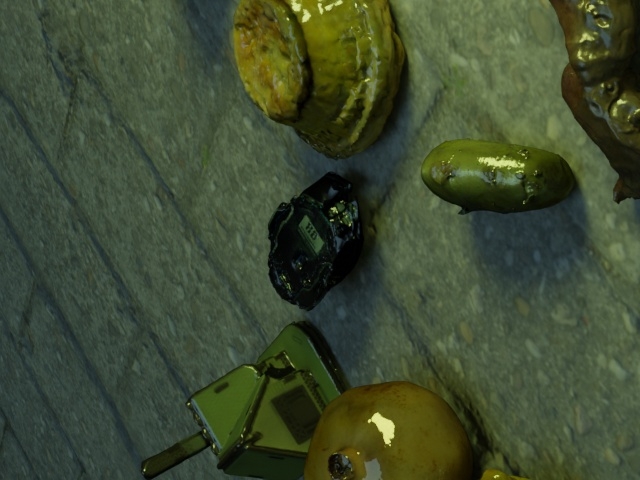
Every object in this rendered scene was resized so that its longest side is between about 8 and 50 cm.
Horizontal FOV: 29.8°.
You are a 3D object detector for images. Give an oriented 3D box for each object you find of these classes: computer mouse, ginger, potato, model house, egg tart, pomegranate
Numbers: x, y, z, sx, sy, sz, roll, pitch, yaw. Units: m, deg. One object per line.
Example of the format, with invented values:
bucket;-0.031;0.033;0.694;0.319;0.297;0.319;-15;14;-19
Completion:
computer mouse;0.000;0.000;1.627;0.146;0.077;0.241;58;142;18
ginger;0.269;-0.177;1.158;0.122;0.084;0.290;166;81;-79
potato;0.186;-0.068;1.305;0.188;0.105;0.085;7;94;41
model house;-0.118;0.277;1.763;0.205;0.279;0.218;59;147;15
egg tart;-0.024;-0.240;1.497;0.294;0.123;0.294;29;127;47
pomegranate;0.089;0.284;1.528;0.233;0.233;0.233;31;130;45

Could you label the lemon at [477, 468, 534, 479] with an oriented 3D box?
lemon;0.223;0.373;1.398;0.187;0.187;0.244;5;115;55
